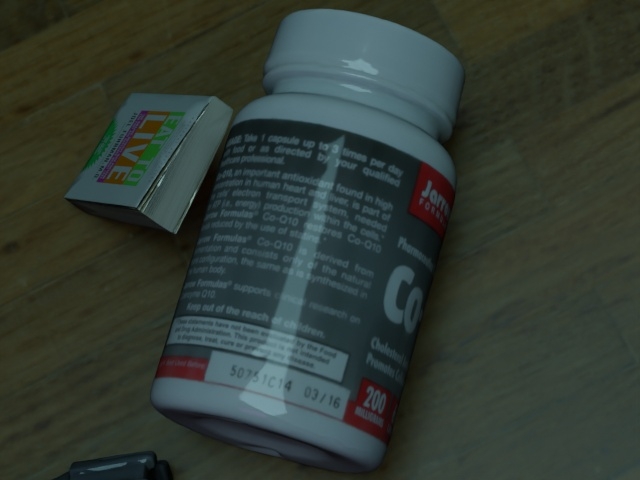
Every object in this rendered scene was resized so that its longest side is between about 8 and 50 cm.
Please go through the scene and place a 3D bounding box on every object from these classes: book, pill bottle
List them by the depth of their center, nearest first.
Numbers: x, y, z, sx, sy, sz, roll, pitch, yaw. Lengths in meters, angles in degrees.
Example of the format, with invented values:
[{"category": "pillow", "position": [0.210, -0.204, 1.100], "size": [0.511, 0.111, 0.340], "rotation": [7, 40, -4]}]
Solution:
[{"category": "pill bottle", "position": [0.000, 0.000, 1.129], "size": [0.161, 0.161, 0.283], "rotation": [13, 76, 12]}, {"category": "book", "position": [-0.122, -0.059, 1.186], "size": [0.035, 0.144, 0.096], "rotation": [35, 77, -27]}]

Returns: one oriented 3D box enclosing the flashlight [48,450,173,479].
[{"category": "flashlight", "position": [-0.253, 0.215, 1.133], "size": [0.304, 0.103, 0.103], "rotation": [-11, 71, 6]}]
